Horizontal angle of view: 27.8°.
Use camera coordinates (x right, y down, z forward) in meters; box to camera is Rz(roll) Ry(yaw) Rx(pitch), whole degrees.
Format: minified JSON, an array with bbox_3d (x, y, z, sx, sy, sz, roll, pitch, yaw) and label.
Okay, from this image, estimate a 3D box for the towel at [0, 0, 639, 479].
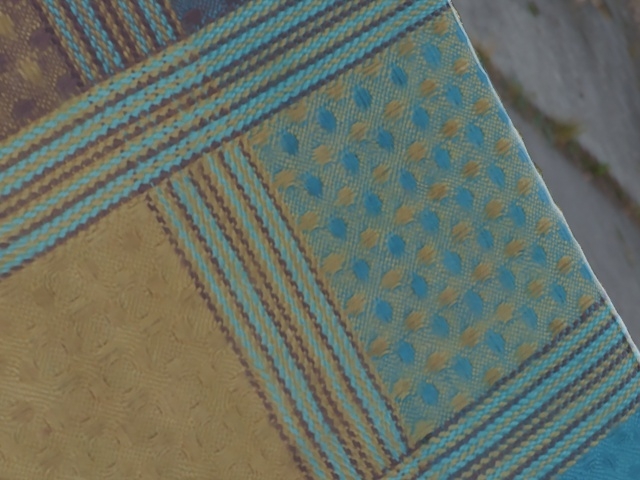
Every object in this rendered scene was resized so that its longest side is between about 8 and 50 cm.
[{"bbox_3d":[-0.014,0.069,0.408,0.370,0.271,0.040,61,-24,-5],"label":"towel"}]
